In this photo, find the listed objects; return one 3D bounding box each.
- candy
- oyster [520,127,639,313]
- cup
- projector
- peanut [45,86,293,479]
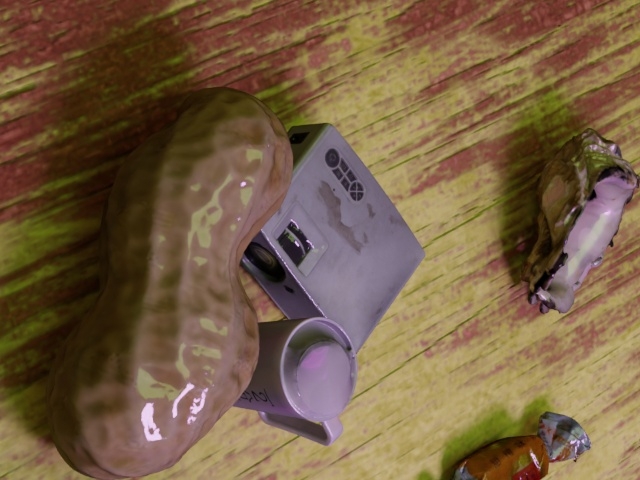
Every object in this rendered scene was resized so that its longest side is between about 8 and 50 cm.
[{"bbox_3d":[0.156,0.194,1.625,0.182,0.046,0.053,-23,107,-35],"label":"candy"},{"bbox_3d":[0.226,-0.020,1.686,0.191,0.081,0.163,-10,120,-56],"label":"oyster"},{"bbox_3d":[-0.027,0.106,1.416,0.074,0.116,0.104,-44,116,-34],"label":"cup"},{"bbox_3d":[0.000,0.000,1.480,0.147,0.061,0.115,53,56,-27],"label":"projector"},{"bbox_3d":[-0.099,0.028,1.343,0.136,0.120,0.298,17,74,-8],"label":"peanut"}]
